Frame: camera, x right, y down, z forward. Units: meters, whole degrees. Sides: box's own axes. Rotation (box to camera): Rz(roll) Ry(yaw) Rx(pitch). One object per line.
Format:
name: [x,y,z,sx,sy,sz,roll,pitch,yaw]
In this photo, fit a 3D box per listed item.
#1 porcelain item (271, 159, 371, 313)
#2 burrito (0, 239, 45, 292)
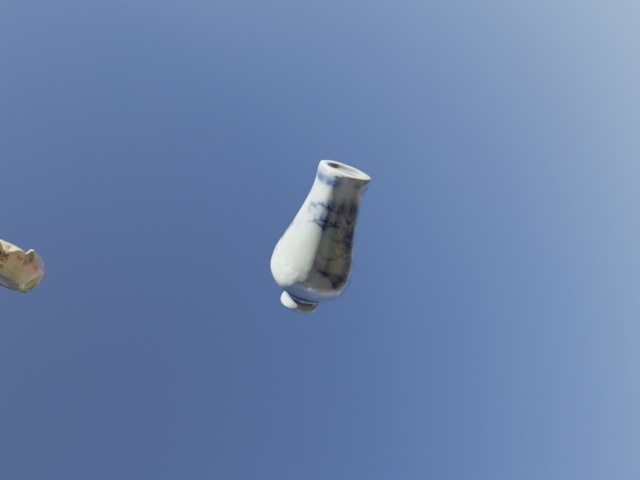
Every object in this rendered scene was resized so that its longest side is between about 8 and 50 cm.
porcelain item: [0.000,0.000,0.909,0.141,0.259,0.141,16,-160,-6]
burrito: [-0.447,0.006,0.679,0.203,0.064,0.064,33,-128,-32]
